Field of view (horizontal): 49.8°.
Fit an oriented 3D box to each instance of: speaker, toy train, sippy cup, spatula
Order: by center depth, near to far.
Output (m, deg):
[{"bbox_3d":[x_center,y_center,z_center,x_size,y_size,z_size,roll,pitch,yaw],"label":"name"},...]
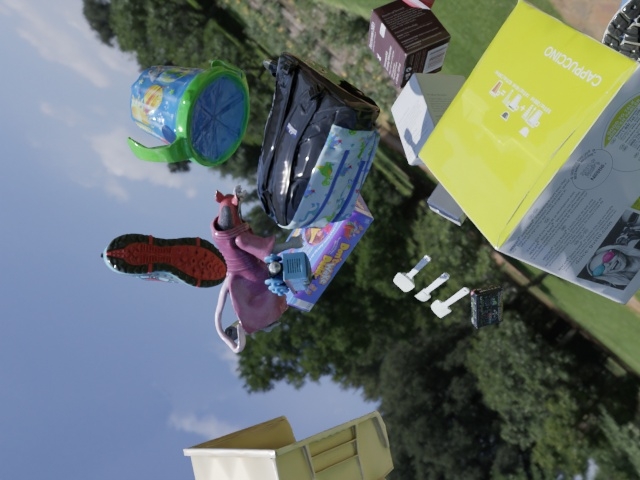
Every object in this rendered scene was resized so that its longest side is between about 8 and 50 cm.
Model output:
[{"bbox_3d":[-0.069,0.079,1.591,0.184,0.105,0.080,71,-165,-73],"label":"toy train"},{"bbox_3d":[-0.327,-0.317,1.657,0.224,0.240,0.305,20,-160,26],"label":"sippy cup"},{"bbox_3d":[0.280,0.119,1.756,0.168,0.019,0.242,41,159,6],"label":"spatula"},{"bbox_3d":[-0.290,0.308,2.378,0.055,0.055,0.136,42,-172,3],"label":"speaker"}]

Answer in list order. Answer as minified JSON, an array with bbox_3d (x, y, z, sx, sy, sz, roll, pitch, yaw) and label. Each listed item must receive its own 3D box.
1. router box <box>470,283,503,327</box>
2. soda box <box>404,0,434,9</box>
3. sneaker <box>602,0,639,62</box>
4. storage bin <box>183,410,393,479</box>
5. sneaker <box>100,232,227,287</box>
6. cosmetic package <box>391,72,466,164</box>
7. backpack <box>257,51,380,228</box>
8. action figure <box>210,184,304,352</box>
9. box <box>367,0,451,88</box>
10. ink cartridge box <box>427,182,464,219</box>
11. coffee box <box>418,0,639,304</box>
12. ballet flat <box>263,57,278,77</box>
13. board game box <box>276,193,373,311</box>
[{"bbox_3d":[0.511,0.200,2.111,0.038,0.092,0.122,-125,26,-62],"label":"router box"},{"bbox_3d":[0.193,-0.701,1.784,0.263,0.083,0.092,21,-170,-36],"label":"soda box"},{"bbox_3d":[0.643,-0.474,1.293,0.129,0.330,0.147,26,-134,10],"label":"sneaker"},{"bbox_3d":[-0.051,0.389,1.213,0.260,0.262,0.123,-7,-98,-44],"label":"storage bin"},{"bbox_3d":[-0.324,0.039,1.440,0.261,0.104,0.125,14,167,-28],"label":"sneaker"},{"bbox_3d":[0.297,-0.309,1.764,0.151,0.151,0.184,-2,-118,-23],"label":"cosmetic package"},{"bbox_3d":[-0.016,-0.188,1.532,0.273,0.356,0.290,8,-152,-43],"label":"backpack"},{"bbox_3d":[-0.204,0.034,1.664,0.248,0.275,0.370,29,148,43],"label":"action figure"},{"bbox_3d":[0.272,-0.620,2.144,0.203,0.167,0.168,58,166,22],"label":"box"},{"bbox_3d":[0.465,-0.198,2.159,0.117,0.283,0.207,34,-177,14],"label":"ink cartridge box"},{"bbox_3d":[0.438,-0.156,1.198,0.334,0.338,0.338,20,-155,-29],"label":"coffee box"},{"bbox_3d":[-0.077,-0.368,1.636,0.173,0.049,0.057,46,-178,7],"label":"ballet flat"},{"bbox_3d":[0.000,0.000,2.009,0.078,0.347,0.233,22,-155,-26],"label":"board game box"}]
